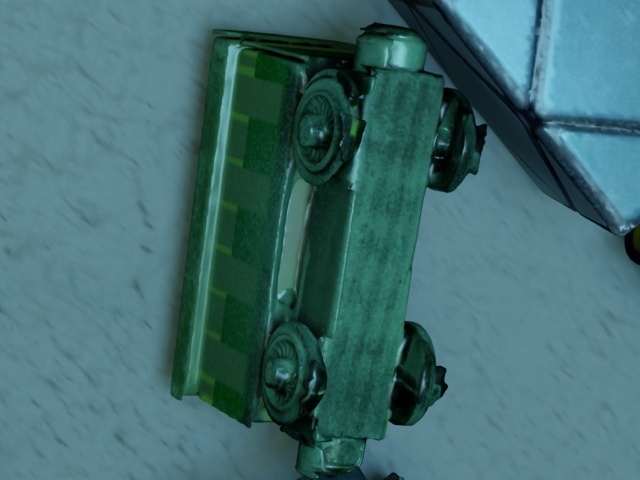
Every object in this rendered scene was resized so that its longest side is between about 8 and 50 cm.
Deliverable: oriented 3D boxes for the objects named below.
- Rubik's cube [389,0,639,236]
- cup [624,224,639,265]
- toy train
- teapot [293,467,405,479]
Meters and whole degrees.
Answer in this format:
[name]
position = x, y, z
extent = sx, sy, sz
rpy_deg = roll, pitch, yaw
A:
[Rubik's cube]
position = 0.191, -0.152, 1.322
extent = 0.205, 0.207, 0.205
rpy_deg = -40, 103, -1
[cup]
position = 0.390, 0.027, 1.379
extent = 0.255, 0.178, 0.256
rpy_deg = -34, 106, 27
[toy train]
position = 0.000, 0.000, 1.327
extent = 0.120, 0.202, 0.300
rpy_deg = 2, 100, -32
[teapot]
position = -0.026, 0.250, 1.379
extent = 0.225, 0.171, 0.203
rpy_deg = -22, 131, -10
